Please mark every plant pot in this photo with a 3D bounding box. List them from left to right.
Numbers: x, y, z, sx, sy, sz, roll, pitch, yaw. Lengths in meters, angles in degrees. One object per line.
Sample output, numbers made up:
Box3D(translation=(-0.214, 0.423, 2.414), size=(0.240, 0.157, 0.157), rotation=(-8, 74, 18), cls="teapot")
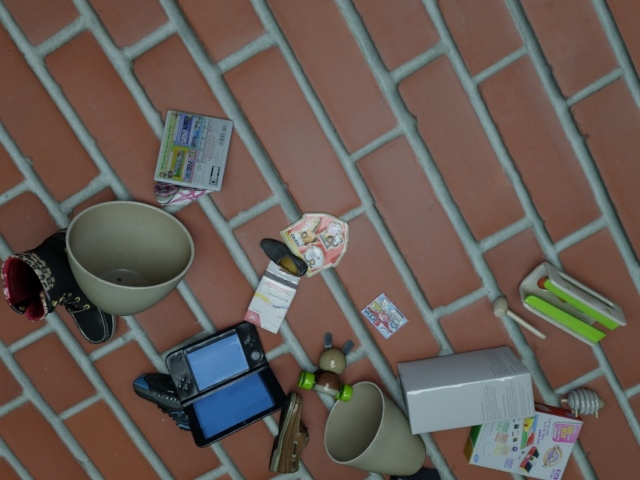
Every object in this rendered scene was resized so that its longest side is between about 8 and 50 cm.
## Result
Box3D(translation=(0.196, 0.626, 1.525), size=(0.274, 0.256, 0.256), rotation=(39, 100, -22), cls="plant pot")

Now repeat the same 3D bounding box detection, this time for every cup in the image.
Box3D(translation=(-0.557, 0.081, 1.392), size=(0.331, 0.331, 0.237), rotation=(27, 128, -5), cls="cup")

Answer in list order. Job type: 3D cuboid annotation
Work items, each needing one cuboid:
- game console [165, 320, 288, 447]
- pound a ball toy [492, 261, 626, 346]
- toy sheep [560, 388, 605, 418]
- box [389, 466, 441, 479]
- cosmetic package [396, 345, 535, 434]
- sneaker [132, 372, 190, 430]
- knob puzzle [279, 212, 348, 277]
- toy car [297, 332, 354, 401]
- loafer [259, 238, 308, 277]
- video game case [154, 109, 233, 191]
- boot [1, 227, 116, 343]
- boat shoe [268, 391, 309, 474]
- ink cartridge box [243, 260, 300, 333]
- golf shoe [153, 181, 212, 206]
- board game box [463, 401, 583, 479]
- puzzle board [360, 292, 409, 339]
Box3D(translation=(-0.283, 0.420, 1.458), size=(0.293, 0.173, 0.250), rotation=(-21, 102, -21), cls="game console")
Box3D(translation=(0.716, 0.200, 1.482), size=(0.319, 0.136, 0.208), rotation=(29, 126, -5), cls="pound a ball toy")
Box3D(translation=(0.844, 0.521, 1.556), size=(0.132, 0.091, 0.091), rotation=(0, 102, 6), cls="toy sheep")
Box3D(translation=(0.312, 0.853, 1.632), size=(0.156, 0.093, 0.158), rotation=(10, 101, -1), cls="box")
Box3D(translation=(0.436, 0.454, 1.492), size=(0.365, 0.197, 0.155), rotation=(-11, 103, 5), cls="cosmetic package")
Box3D(translation=(-0.452, 0.543, 1.561), size=(0.340, 0.125, 0.140), rotation=(24, 103, -3), cls="sneaker")
Box3D(translation=(0.000, 0.000, 1.484), size=(0.213, 0.030, 0.213), rotation=(0, 102, 1), cls="knob puzzle")
Box3D(translation=(0.033, 0.396, 1.541), size=(0.155, 0.149, 0.188), rotation=(20, 73, -7), cls="toy car")
Box3D(translation=(-0.116, 0.052, 1.473), size=(0.170, 0.061, 0.062), rotation=(32, 108, 6), cls="loafer")
Box3D(translation=(-0.366, -0.260, 1.406), size=(0.193, 0.023, 0.212), rotation=(10, 84, -1), cls="video game case")
Box3D(translation=(-0.745, 0.167, 1.401), size=(0.138, 0.284, 0.377), rotation=(-12, 101, 4), cls="boot")
Box3D(translation=(-0.088, 0.631, 1.591), size=(0.104, 0.111, 0.307), rotation=(12, 112, -6), cls="boat shoe")
Box3D(translation=(-0.146, 0.173, 1.504), size=(0.115, 0.067, 0.198), rotation=(24, 101, -4), cls="ink cartridge box")
Box3D(translation=(-0.398, -0.147, 1.449), size=(0.186, 0.067, 0.086), rotation=(-9, 143, -8), cls="golf shoe")
Box3D(translation=(0.664, 0.650, 1.596), size=(0.316, 0.064, 0.242), rotation=(14, 102, -2), cls="board game box")
Box3D(translation=(0.205, 0.242, 1.543), size=(0.096, 0.011, 0.128), rotation=(-42, 99, 9), cls="puzzle board")
